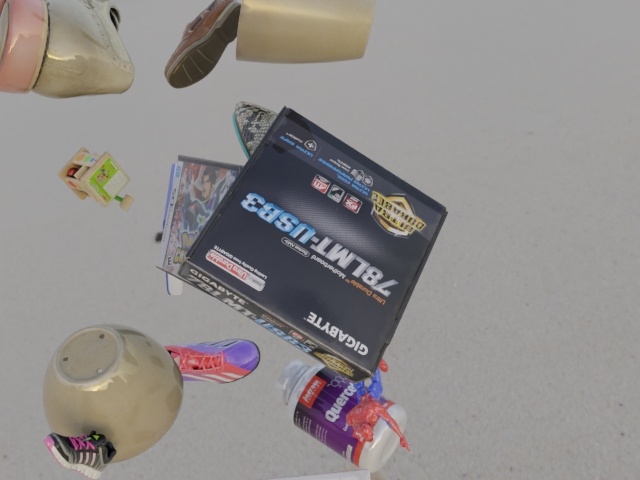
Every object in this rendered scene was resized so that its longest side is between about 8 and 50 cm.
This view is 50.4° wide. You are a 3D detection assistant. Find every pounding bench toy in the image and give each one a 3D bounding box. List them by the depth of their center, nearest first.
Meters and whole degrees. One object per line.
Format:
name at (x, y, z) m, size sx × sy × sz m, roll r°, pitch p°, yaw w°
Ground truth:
pounding bench toy at (-0.295, -0.075, 0.907) m, size 0.065 × 0.083 × 0.052 m, roll 14°, pitch 59°, yaw 37°

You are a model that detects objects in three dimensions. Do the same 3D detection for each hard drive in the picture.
hard drive at (-0.367, -0.037, 1.735) m, size 0.040 × 0.210 × 0.319 m, roll -1°, pitch 30°, yaw -8°

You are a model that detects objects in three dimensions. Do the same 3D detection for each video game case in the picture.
video game case at (-0.238, -0.037, 1.354) m, size 0.035 × 0.248 × 0.275 m, roll 10°, pitch 4°, yaw -37°

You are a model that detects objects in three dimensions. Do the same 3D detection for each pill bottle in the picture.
pill bottle at (0.044, 0.430, 1.722) m, size 0.323 × 0.181 × 0.181 m, roll 26°, pitch 50°, yaw 26°

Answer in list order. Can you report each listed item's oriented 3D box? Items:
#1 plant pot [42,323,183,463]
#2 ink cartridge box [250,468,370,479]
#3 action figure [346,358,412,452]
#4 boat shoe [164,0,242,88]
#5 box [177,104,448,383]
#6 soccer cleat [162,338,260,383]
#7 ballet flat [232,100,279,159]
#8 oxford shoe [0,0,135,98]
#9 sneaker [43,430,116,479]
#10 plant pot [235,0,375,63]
plant pot at (-0.439, 0.277, 1.374) m, size 0.284 × 0.191 × 0.284 m, roll -3°, pitch 49°, yaw 3°
ink cartridge box at (-0.036, 0.551, 1.190) m, size 0.296 × 0.066 × 0.261 m, roll -10°, pitch 66°, yaw 12°
action figure at (0.119, 0.359, 1.421) m, size 0.091 × 0.139 × 0.280 m, roll -29°, pitch 8°, yaw 13°
boat shoe at (-0.335, -0.558, 1.915) m, size 0.104 × 0.111 × 0.307 m, roll 39°, pitch 81°, yaw 29°
box at (0.000, 0.000, 0.959) m, size 0.295 × 0.073 × 0.293 m, roll 33°, pitch 60°, yaw -6°
soccer cleat at (-0.305, 0.300, 1.686) m, size 0.318 × 0.116 × 0.109 m, roll -7°, pitch 75°, yaw 19°
ballet flat at (-0.040, -0.112, 1.378) m, size 0.182 × 0.164 × 0.483 m, roll -29°, pitch 64°, yaw 29°
oxford shoe at (-0.325, -0.266, 0.809) m, size 0.146 × 0.140 × 0.397 m, roll 9°, pitch 33°, yaw -35°
sneaker at (-0.433, 0.376, 1.239) m, size 0.075 × 0.170 × 0.063 m, roll -45°, pitch 52°, yaw -12°
plant pot at (-0.026, -0.491, 1.491) m, size 0.274 × 0.256 × 0.256 m, roll 13°, pitch 37°, yaw -5°
